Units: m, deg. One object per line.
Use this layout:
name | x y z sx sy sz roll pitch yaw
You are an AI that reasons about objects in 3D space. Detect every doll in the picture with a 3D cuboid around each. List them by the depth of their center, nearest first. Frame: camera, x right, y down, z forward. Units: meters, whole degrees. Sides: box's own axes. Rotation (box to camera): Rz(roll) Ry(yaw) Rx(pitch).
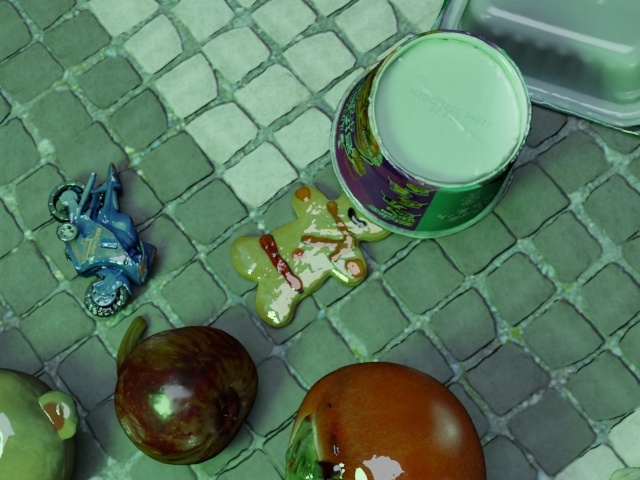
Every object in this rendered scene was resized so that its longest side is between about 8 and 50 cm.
doll | -0.445 0.222 1.541 0.330 0.174 0.235 30 108 18

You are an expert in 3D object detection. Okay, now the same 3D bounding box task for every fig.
fig | -0.191 0.180 1.529 0.207 0.175 0.175 15 74 27

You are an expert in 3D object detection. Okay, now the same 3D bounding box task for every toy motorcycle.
toy motorcycle | -0.280 0.000 1.638 0.114 0.076 0.205 -21 69 -10

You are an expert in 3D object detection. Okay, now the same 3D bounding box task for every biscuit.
biscuit | 0.000 0.000 1.623 0.234 0.030 0.153 -30 73 -3

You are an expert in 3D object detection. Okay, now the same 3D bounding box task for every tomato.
tomato | 0.068 0.265 1.411 0.224 0.256 0.256 0 71 -11

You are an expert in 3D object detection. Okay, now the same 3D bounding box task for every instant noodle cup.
instant noodle cup | 0.143 -0.138 1.533 0.251 0.190 0.251 1 82 -5

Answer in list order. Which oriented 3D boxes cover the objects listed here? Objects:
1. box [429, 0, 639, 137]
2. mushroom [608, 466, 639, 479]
box | 0.325 -0.308 1.642 0.336 0.106 0.264 19 76 13
mushroom | 0.474 0.368 1.399 0.351 0.109 0.097 32 51 15
